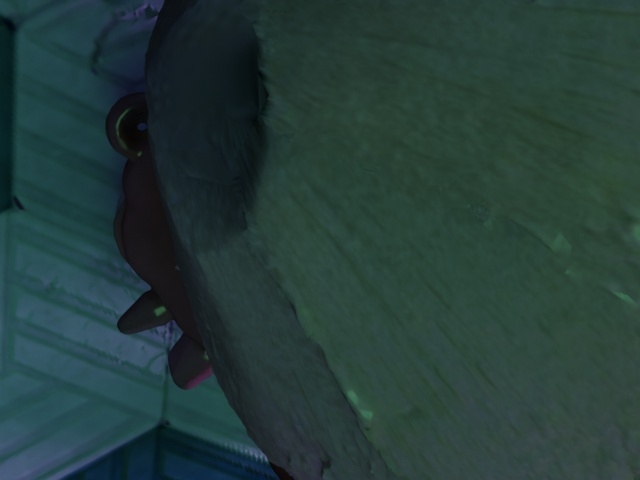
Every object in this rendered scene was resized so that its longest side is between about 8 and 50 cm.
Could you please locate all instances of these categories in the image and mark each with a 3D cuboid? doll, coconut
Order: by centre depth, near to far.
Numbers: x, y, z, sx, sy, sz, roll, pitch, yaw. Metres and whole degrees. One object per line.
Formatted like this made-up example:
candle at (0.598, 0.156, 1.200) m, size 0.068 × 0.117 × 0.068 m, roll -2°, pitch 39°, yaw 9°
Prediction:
coconut at (0.078, -0.039, 0.460) m, size 0.309 × 0.297 × 0.297 m, roll 6°, pitch 117°, yaw -40°
doll at (0.000, 0.000, 0.640) m, size 0.262 × 0.093 × 0.211 m, roll 23°, pitch 105°, yaw -30°

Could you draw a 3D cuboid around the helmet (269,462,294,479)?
helmet at (-0.004, 0.116, 0.728) m, size 0.065 × 0.049 × 0.084 m, roll -57°, pitch 155°, yaw -3°
